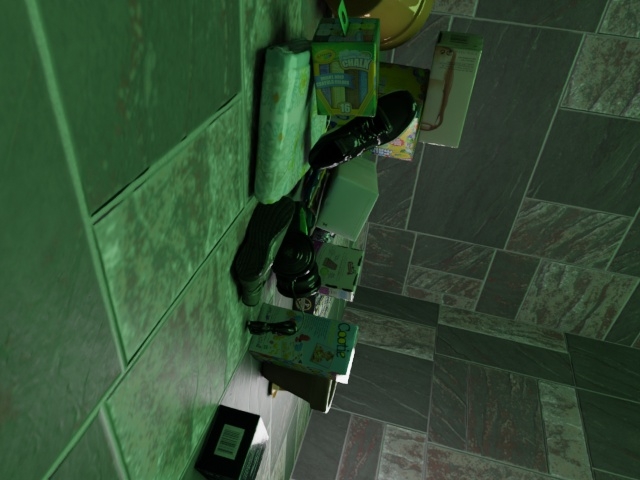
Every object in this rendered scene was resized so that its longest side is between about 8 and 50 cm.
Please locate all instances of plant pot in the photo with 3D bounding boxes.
[{"bbox_3d":[-0.056,0.394,1.574,0.263,0.229,0.263,13,90,-80],"label":"plant pot"},{"bbox_3d":[0.135,-0.675,1.299,0.203,0.291,0.290,-17,120,-60],"label":"plant pot"}]

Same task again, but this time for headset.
[{"bbox_3d":[-0.097,0.075,1.347,0.243,0.185,0.394,80,8,-56],"label":"headset"}]

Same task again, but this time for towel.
[{"bbox_3d":[-0.055,-0.295,1.137,0.374,0.090,0.320,-61,160,-60],"label":"towel"}]

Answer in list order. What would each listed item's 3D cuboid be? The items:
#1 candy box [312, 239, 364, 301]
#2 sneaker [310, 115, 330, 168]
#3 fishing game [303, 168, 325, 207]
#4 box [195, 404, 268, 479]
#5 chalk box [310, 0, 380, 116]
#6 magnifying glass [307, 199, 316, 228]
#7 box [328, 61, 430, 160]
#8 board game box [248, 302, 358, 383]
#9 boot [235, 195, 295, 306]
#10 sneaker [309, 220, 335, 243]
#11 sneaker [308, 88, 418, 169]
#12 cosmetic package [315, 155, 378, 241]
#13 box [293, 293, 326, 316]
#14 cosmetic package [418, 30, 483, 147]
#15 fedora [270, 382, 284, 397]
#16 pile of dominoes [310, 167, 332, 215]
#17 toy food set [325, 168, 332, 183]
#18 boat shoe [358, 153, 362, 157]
[{"bbox_3d":[0.009,0.089,1.561,0.071,0.233,0.159,87,18,-56],"label":"candy box"},{"bbox_3d":[-0.018,-0.313,1.382,0.094,0.081,0.208,-62,173,-59],"label":"sneaker"},{"bbox_3d":[-0.003,-0.198,1.429,0.264,0.041,0.189,-106,-141,-73],"label":"fishing game"},{"bbox_3d":[-0.208,0.517,1.195,0.207,0.108,0.153,90,15,-53],"label":"box"},{"bbox_3d":[0.058,-0.388,1.029,0.213,0.132,0.132,85,13,-46],"label":"chalk box"},{"bbox_3d":[-0.029,-0.128,1.699,0.231,0.026,0.092,88,17,-54],"label":"magnifying glass"},{"bbox_3d":[0.184,-0.420,1.583,0.279,0.290,0.177,69,34,-71],"label":"box"},{"bbox_3d":[-0.042,0.293,1.384,0.142,0.275,0.144,82,23,-64],"label":"board game box"},{"bbox_3d":[-0.135,0.023,1.153,0.161,0.083,0.246,100,12,-60],"label":"boot"},{"bbox_3d":[0.000,0.000,1.718,0.268,0.101,0.153,-71,-174,-65],"label":"sneaker"},{"bbox_3d":[0.095,-0.239,1.128,0.107,0.283,0.124,55,33,-12],"label":"sneaker"},{"bbox_3d":[0.096,-0.172,1.730,0.365,0.155,0.197,-81,-165,-63],"label":"cosmetic package"},{"bbox_3d":[-0.022,0.242,2.006,0.395,0.097,0.318,-62,160,-59],"label":"box"},{"bbox_3d":[0.383,-0.448,1.452,0.153,0.129,0.296,-67,164,-50],"label":"cosmetic package"},{"bbox_3d":[-0.121,0.481,1.767,0.194,0.079,0.194,13,90,-80],"label":"fedora"},{"bbox_3d":[0.017,-0.215,1.633,0.196,0.040,0.251,49,56,-81],"label":"pile of dominoes"},{"bbox_3d":[0.055,-0.322,1.910,0.132,0.039,0.192,-69,167,-45],"label":"toy food set"},{"bbox_3d":[0.116,-0.353,2.014,0.105,0.113,0.306,-91,-163,-62],"label":"boat shoe"}]
